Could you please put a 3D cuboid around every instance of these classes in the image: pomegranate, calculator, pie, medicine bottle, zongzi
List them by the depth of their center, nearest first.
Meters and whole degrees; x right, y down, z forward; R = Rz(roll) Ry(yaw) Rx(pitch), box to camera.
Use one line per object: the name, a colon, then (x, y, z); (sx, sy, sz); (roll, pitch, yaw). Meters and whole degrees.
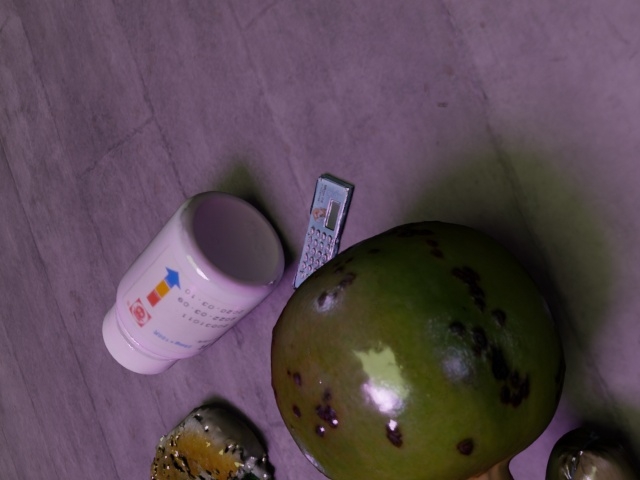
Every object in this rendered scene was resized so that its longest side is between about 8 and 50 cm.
pomegranate: (0.106, 0.133, 0.525); (0.291, 0.290, 0.323); (-62, 38, 29)
zongzi: (0.244, 0.317, 0.603); (0.242, 0.112, 0.221); (-27, 81, 46)
calculator: (0.000, 0.000, 0.765); (0.057, 0.018, 0.172); (26, 114, 28)
medicine bottle: (-0.195, 0.074, 0.829); (0.293, 0.170, 0.170); (-41, 76, 34)
pie: (-0.175, 0.456, 0.963); (0.296, 0.078, 0.372); (-11, 95, 39)
